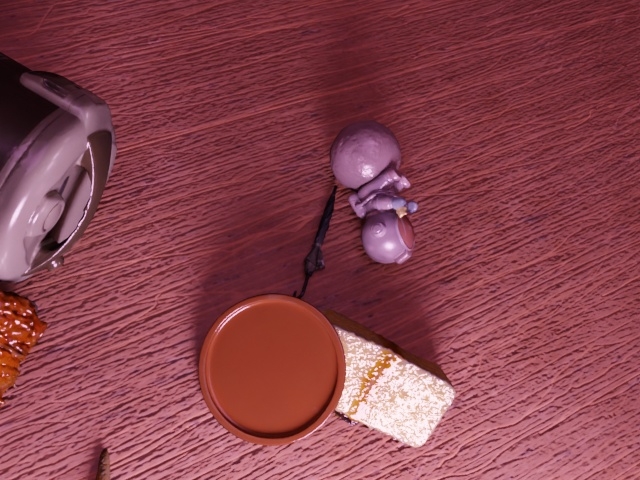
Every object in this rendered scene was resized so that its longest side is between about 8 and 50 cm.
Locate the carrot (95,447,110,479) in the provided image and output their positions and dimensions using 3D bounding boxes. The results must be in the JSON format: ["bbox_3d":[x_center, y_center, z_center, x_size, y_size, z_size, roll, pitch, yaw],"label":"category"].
[{"bbox_3d":[-0.331,0.435,1.096,0.049,0.049,0.254,5,58,-14],"label":"carrot"}]

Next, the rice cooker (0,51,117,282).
[{"bbox_3d":[-0.501,-0.123,1.171,0.325,0.335,0.335,30,60,1],"label":"rice cooker"}]

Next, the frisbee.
[{"bbox_3d":[-0.081,0.212,1.229,0.251,0.021,0.250,-1,80,8],"label":"frisbee"}]

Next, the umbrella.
[{"bbox_3d":[0.004,-0.001,1.413,0.044,0.044,0.269,39,56,-30],"label":"umbrella"}]

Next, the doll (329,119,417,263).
[{"bbox_3d":[0.108,-0.088,1.438,0.151,0.151,0.287,-8,73,-20],"label":"doll"}]

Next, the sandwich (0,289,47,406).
[{"bbox_3d":[-0.555,0.173,1.105,0.301,0.162,0.250,-35,108,-44],"label":"sandwich"}]

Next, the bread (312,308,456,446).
[{"bbox_3d":[0.096,0.225,1.290,0.266,0.142,0.178,26,44,-4],"label":"bread"}]
